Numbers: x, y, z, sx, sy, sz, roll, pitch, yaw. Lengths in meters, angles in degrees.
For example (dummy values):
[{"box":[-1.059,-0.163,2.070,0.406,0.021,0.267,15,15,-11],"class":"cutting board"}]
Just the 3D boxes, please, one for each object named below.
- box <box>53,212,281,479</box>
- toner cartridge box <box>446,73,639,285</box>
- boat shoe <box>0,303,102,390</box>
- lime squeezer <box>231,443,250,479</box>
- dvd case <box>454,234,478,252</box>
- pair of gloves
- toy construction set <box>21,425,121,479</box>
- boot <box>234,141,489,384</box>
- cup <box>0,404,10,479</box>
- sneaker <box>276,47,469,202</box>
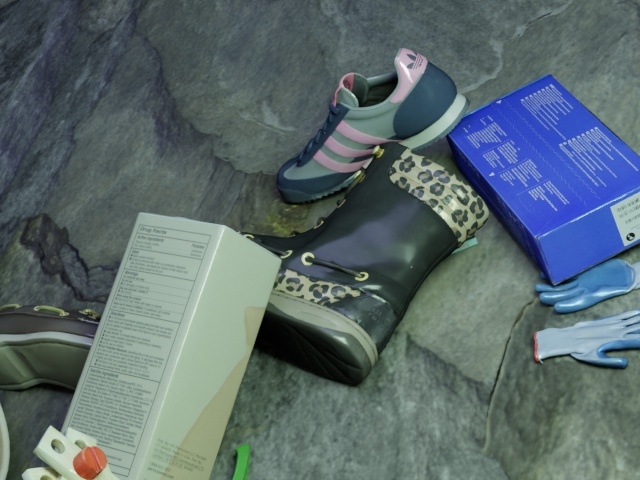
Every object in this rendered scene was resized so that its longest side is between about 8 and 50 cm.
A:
[{"box":[-0.174,0.135,1.861,0.148,0.121,0.311,10,75,39],"class":"box"},{"box":[0.286,-0.084,2.015,0.165,0.075,0.348,-25,30,-2],"class":"toner cartridge box"},{"box":[-0.326,0.132,2.090,0.324,0.116,0.097,-3,42,38],"class":"boat shoe"},{"box":[-0.056,0.314,1.734,0.110,0.059,0.310,0,20,-31],"class":"lime squeezer"},{"box":[0.147,-0.016,2.083,0.087,0.013,0.119,-22,35,4],"class":"dvd case"},{"box":[0.317,0.076,1.843,0.159,0.023,0.198,-11,35,21],"class":"pair of gloves"},{"box":[-0.265,0.307,1.686,0.151,0.215,0.328,-36,-6,-44],"class":"toy construction set"},{"box":[0.000,0.000,2.025,0.377,0.138,0.284,23,61,44],"class":"boot"},{"box":[-0.576,0.250,1.946,0.237,0.331,0.331,-38,27,25],"class":"cup"},{"box":[0.041,-0.159,2.185,0.319,0.131,0.112,-27,27,33],"class":"sneaker"}]
